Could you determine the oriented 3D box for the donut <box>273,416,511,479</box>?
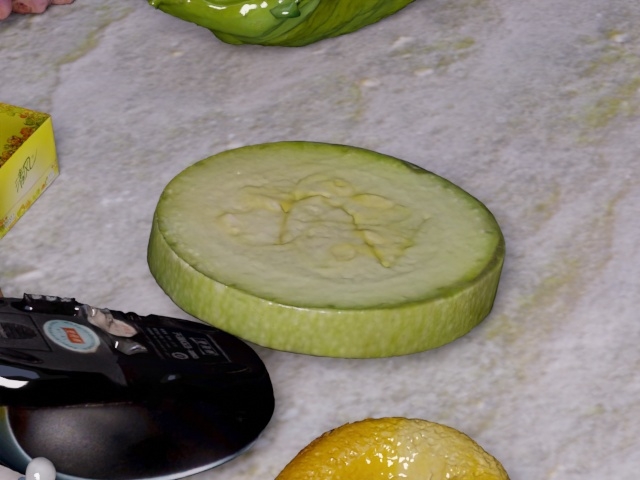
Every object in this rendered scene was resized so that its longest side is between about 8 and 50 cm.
[{"bbox_3d":[0.038,0.177,0.995,0.190,0.075,0.174,-30,47,-31],"label":"donut"}]

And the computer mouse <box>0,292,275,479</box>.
[{"bbox_3d":[-0.144,0.100,1.063,0.233,0.096,0.137,10,19,-22],"label":"computer mouse"}]

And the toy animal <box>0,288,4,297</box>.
[{"bbox_3d":[-0.313,0.047,1.122,0.185,0.104,0.184,14,19,6],"label":"toy animal"}]

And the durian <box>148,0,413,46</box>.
[{"bbox_3d":[-0.004,-0.268,1.442,0.255,0.204,0.339,-14,-9,26],"label":"durian"}]

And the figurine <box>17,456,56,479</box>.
[{"bbox_3d":[-0.175,0.176,1.001,0.082,0.094,0.086,31,68,-18],"label":"figurine"}]

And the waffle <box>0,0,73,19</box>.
[{"bbox_3d":[-0.346,-0.260,1.522,0.234,0.055,0.221,-14,45,-41],"label":"waffle"}]

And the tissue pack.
[{"bbox_3d":[-0.304,-0.070,1.320,0.176,0.062,0.095,14,41,20],"label":"tissue pack"}]

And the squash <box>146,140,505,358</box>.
[{"bbox_3d":[0.000,0.000,1.197,0.252,0.049,0.252,7,29,-4],"label":"squash"}]
